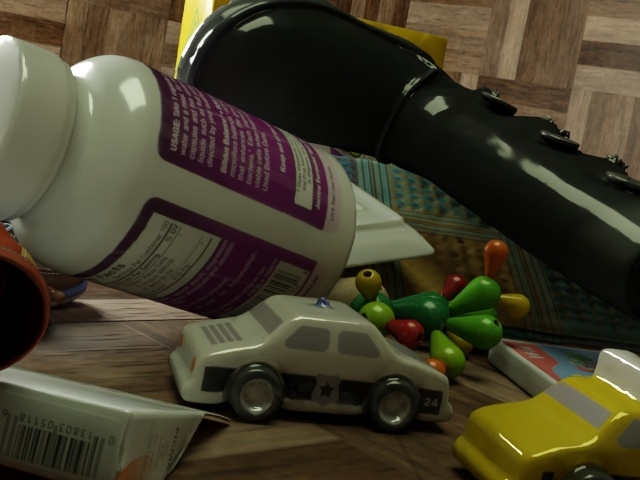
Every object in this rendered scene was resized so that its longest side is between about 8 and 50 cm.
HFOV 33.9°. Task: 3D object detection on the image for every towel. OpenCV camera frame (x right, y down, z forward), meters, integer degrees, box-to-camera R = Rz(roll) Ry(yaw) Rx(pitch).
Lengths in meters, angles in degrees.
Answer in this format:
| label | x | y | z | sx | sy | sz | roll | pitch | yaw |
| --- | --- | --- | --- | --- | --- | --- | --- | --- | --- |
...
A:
| label | x | y | z | sx | sy | sz | roll | pitch | yaw |
| --- | --- | --- | --- | --- | --- | --- | --- | --- | --- |
| towel | 0.165 | 0.015 | 1.087 | 0.370 | 0.040 | 0.271 | 8 | 36 | -5 |

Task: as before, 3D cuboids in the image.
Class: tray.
| label | x | y | z | sx | sy | sz | roll | pitch | yaw |
| --- | --- | --- | --- | --- | --- | --- | --- | --- | --- |
| tray | -0.020 | -0.049 | 1.027 | 0.145 | 0.030 | 0.270 | -6 | 29 | -35 |

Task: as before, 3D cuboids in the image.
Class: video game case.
| label | x | y | z | sx | sy | sz | roll | pitch | yaw |
| --- | --- | --- | --- | --- | --- | --- | --- | --- | --- |
| video game case | 0.307 | 0.133 | 0.870 | 0.285 | 0.025 | 0.204 | 8 | 9 | -14 |

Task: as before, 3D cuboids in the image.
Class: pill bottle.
| label | x | y | z | sx | sy | sz | roll | pitch | yaw |
| --- | --- | --- | --- | --- | --- | --- | --- | --- | --- |
| pill bottle | -0.130 | -0.041 | 0.811 | 0.301 | 0.169 | 0.169 | 23 | -2 | -40 |

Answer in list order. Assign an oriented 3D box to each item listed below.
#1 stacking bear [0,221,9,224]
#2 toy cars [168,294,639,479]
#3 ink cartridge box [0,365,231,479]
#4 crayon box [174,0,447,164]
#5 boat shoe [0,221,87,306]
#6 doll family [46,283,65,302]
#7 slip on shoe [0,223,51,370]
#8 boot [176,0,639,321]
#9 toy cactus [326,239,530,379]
| label | x | y | z | sx | sy | sz | roll | pitch | yaw |
| --- | --- | --- | --- | --- | --- | --- | --- | --- | --- |
| stacking bear | -0.344 | -0.086 | 1.172 | 0.164 | 0.175 | 0.289 | 5 | 16 | 16 |
| toy cars | 0.090 | 0.091 | 0.667 | 0.394 | 0.087 | 0.176 | 13 | 8 | 23 |
| ink cartridge box | -0.142 | 0.098 | 0.573 | 0.145 | 0.045 | 0.179 | 11 | -10 | 12 |
| crayon box | -0.022 | -0.155 | 1.438 | 0.363 | 0.313 | 0.106 | 5 | 9 | -31 |
| boat shoe | -0.263 | 0.015 | 0.828 | 0.183 | 0.066 | 0.066 | 2 | 12 | -45 |
| doll family | -0.271 | 0.029 | 0.695 | 0.193 | 0.076 | 0.111 | 23 | 4 | -17 |
| slip on shoe | -0.232 | 0.047 | 0.383 | 0.101 | 0.123 | 0.331 | 29 | 26 | 21 |
| boot | 0.127 | -0.071 | 0.994 | 0.367 | 0.146 | 0.445 | -5 | 38 | -45 |
| toy cactus | 0.068 | 0.053 | 0.891 | 0.180 | 0.112 | 0.219 | 9 | 13 | 32 |
